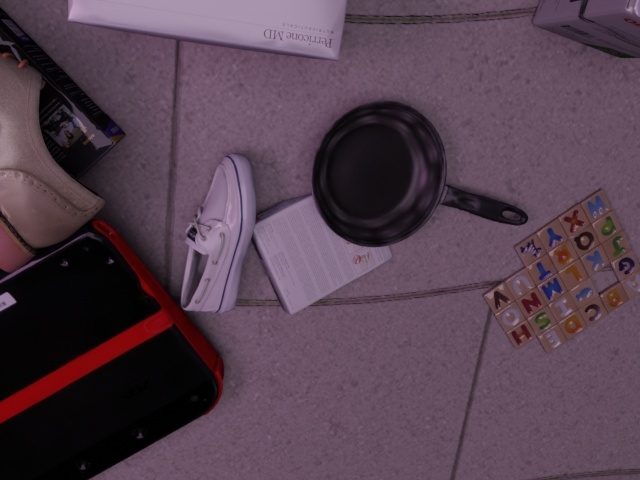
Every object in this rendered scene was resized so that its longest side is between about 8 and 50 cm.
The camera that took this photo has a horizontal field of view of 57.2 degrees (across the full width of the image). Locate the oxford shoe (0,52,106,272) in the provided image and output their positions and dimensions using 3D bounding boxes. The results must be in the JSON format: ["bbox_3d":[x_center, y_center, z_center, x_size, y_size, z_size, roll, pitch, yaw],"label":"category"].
[{"bbox_3d":[-0.372,-0.166,0.598,0.146,0.140,0.397,-32,117,-15],"label":"oxford shoe"}]

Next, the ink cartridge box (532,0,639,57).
[{"bbox_3d":[0.382,-0.283,0.706,0.153,0.208,0.087,15,104,-13],"label":"ink cartridge box"}]

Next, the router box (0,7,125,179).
[{"bbox_3d":[-0.436,-0.111,0.704,0.308,0.081,0.243,-40,109,5],"label":"router box"}]

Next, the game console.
[{"bbox_3d":[-0.359,0.186,0.794,0.386,0.060,0.342,-30,119,1],"label":"game console"}]

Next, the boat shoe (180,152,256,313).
[{"bbox_3d":[-0.140,-0.002,0.773,0.075,0.083,0.227,-4,110,-35],"label":"boat shoe"}]

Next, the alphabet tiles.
[{"bbox_3d":[0.380,0.064,0.922,0.237,0.009,0.198,-34,109,3],"label":"alphabet tiles"}]

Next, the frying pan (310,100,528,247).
[{"bbox_3d":[0.139,-0.098,0.813,0.325,0.053,0.197,-9,108,-16],"label":"frying pan"}]

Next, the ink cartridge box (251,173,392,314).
[{"bbox_3d":[0.000,0.000,0.838,0.179,0.045,0.146,-29,110,-18],"label":"ink cartridge box"}]

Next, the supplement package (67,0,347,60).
[{"bbox_3d":[-0.112,-0.286,0.633,0.261,0.204,0.145,4,107,-10],"label":"supplement package"}]
